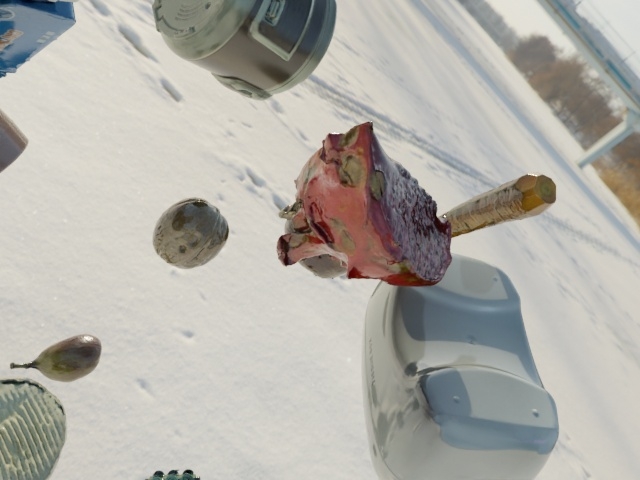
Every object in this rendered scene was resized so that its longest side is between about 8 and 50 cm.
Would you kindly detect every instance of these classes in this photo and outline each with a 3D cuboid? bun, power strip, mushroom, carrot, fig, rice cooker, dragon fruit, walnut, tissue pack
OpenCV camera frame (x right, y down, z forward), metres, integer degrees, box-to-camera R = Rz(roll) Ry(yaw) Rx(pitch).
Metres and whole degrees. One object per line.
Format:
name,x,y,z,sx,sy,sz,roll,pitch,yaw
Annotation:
bun,-0.873,0.547,1.516,0.359,0.211,0.360,36,34,-30
power strip,-0.525,-0.134,0.841,0.154,0.154,0.078,-95,160,-52
mushroom,-0.005,0.013,1.470,0.194,0.138,0.231,3,29,-27
carrot,0.271,-0.043,0.961,0.066,0.314,0.066,6,75,-22
fig,-0.841,0.386,1.808,0.274,0.170,0.146,-4,78,-33
rice cooker,-0.149,-0.491,1.218,0.325,0.335,0.335,13,43,-51
dragon fruit,0.039,-0.006,0.701,0.262,0.211,0.134,34,59,-47
walnut,-0.266,-0.012,1.154,0.140,0.162,0.140,45,8,-8
tissue pack,0.174,0.199,0.812,0.229,0.236,0.333,11,43,-10

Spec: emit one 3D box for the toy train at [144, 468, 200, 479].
toy train,-0.453,0.760,1.722,0.071,0.170,0.111,162,-71,-81

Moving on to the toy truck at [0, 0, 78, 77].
toy truck,-0.367,-0.280,0.584,0.175,0.367,0.146,-9,89,-52
